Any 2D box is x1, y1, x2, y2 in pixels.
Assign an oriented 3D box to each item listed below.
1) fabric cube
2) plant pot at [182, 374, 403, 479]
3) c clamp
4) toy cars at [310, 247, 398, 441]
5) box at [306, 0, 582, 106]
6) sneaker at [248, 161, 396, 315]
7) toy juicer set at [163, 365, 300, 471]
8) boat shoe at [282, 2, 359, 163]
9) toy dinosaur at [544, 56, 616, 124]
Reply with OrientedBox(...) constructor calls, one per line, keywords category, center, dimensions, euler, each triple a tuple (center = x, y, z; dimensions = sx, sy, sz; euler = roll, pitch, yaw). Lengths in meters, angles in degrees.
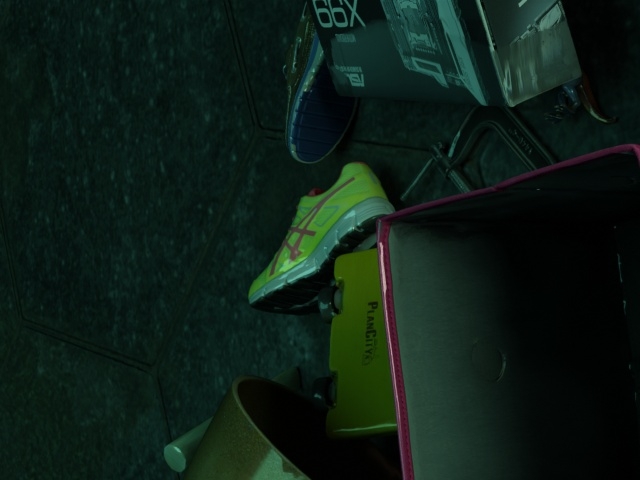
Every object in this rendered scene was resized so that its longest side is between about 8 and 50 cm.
OrientedBox(category="fabric cube", center=(0.225, 0.085, 1.099), dimensions=(0.259, 0.258, 0.254), euler=(-16, 77, 51))
OrientedBox(category="plant pot", center=(-0.049, 0.289, 1.390), dimensions=(0.254, 0.237, 0.237), euler=(-55, 46, 8))
OrientedBox(category="c clamp", center=(0.146, -0.049, 1.397), dimensions=(0.161, 0.022, 0.137), euler=(50, 122, 42))
OrientedBox(category="toy cars", center=(0.116, 0.156, 1.373), dimensions=(0.176, 0.087, 0.393), euler=(-45, 49, -2))
OrientedBox(category="box", center=(0.072, -0.238, 1.323), dimensions=(0.307, 0.076, 0.242), euler=(16, 127, 64))
OrientedBox(category="sneaker", center=(0.000, 0.000, 1.545), dimensions=(0.208, 0.081, 0.094), euler=(-39, 53, 37))
OrientedBox(category="toy juicer set", center=(-0.103, 0.293, 1.561), dimensions=(0.089, 0.209, 0.329), euler=(-8, 84, 44))
OrientedBox(category="boat shoe", center=(0.000, -0.166, 1.553), dimensions=(0.066, 0.066, 0.183), euler=(25, 100, 54))
OrientedBox(category="toy dinosaur", center=(0.203, -0.138, 1.320), dimensions=(0.047, 0.090, 0.082), euler=(103, -177, -72))
